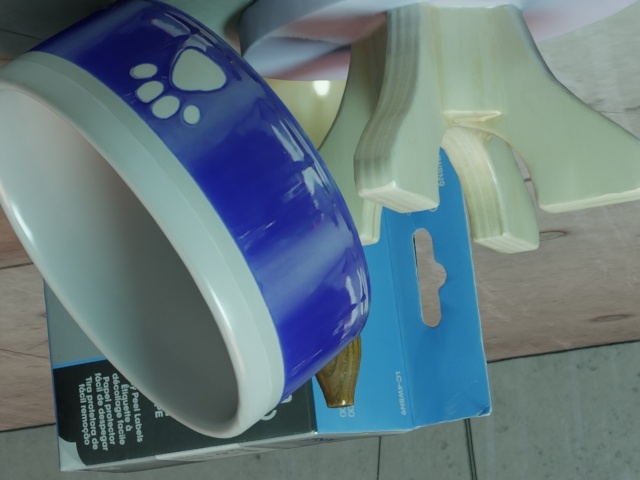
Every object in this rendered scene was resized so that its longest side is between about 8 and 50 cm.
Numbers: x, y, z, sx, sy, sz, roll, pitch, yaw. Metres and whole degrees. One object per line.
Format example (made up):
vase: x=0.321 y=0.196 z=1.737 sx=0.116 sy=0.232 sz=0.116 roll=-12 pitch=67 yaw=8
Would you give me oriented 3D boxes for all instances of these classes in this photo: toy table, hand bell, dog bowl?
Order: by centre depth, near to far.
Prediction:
dog bowl: x=-0.094 y=-0.013 z=1.072 sx=0.104 sy=0.265 sz=0.265 roll=-37 pitch=180 yaw=-23
toy table: x=0.081 y=-0.087 z=1.093 sx=0.274 sy=0.160 sz=0.252 roll=-14 pitch=166 yaw=35
hand bell: x=0.000 y=0.000 z=1.257 sx=0.126 sy=0.242 sz=0.126 roll=-5 pitch=168 yaw=-1

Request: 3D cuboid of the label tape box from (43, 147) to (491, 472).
label tape box: x=-0.053 y=0.046 z=1.429 sx=0.348 sy=0.249 sz=0.115 roll=-11 pitch=168 yaw=22

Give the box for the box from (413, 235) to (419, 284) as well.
box: x=0.049 y=0.030 z=1.558 sx=0.045 sy=0.190 sz=0.184 roll=-7 pitch=168 yaw=13
